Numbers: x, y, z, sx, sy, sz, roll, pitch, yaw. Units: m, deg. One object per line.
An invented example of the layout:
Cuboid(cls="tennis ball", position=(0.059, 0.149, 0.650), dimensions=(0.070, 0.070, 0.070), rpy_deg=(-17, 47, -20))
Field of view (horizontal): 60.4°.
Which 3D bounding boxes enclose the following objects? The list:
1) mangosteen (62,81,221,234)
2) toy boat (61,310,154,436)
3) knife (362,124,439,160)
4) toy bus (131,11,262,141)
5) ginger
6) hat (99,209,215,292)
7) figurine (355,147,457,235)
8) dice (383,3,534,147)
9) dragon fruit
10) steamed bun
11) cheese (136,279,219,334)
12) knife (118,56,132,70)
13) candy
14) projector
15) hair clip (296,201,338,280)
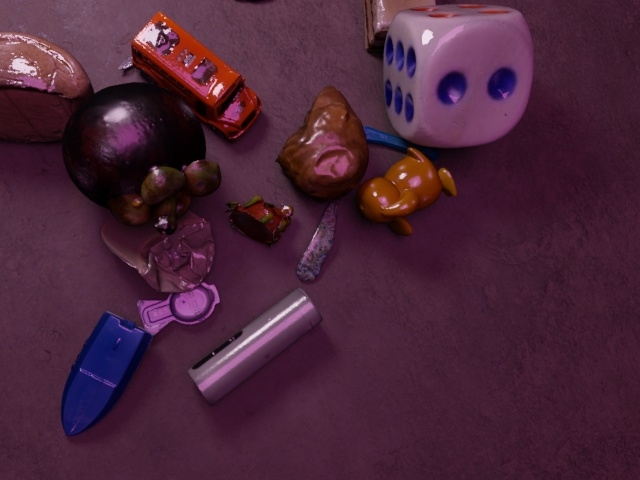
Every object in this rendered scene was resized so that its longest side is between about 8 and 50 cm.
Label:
Cuboid(cls="mangosteen", position=(-0.398, -0.195, 1.231), dimensions=(0.329, 0.330, 0.331), rpy_deg=(2, 82, -12))
Cuboid(cls="toy boat", position=(-0.506, 0.314, 1.259), dimensions=(0.129, 0.088, 0.295), rpy_deg=(28, 88, -7))
Cuboid(cls="knife", position=(0.195, -0.272, 1.523), dimensions=(0.296, 0.026, 0.044), rpy_deg=(16, 82, -12))
Cuboid(cls="toy bus", position=(-0.300, -0.401, 1.367), dimensions=(0.329, 0.153, 0.143), rpy_deg=(39, 77, -6))
Cuboid(cls="ginger", position=(0.027, -0.231, 1.388), dimensions=(0.223, 0.200, 0.269), rpy_deg=(37, 76, -3))
Cuboid(cls="hat", position=(-0.386, 0.014, 1.331), dimensions=(0.244, 0.149, 0.214), rpy_deg=(26, 53, 30))
Cuboid(cls="figurine", position=(0.210, -0.126, 1.421), dimensions=(0.215, 0.215, 0.228), rpy_deg=(40, 87, -4))
Cuboid(cls="dice", position=(0.339, -0.423, 1.399), dimensions=(0.303, 0.277, 0.305), rpy_deg=(-7, 120, -11))
Cuboid(cls="dragon fruit", position=(-0.148, -0.051, 1.377), dimensions=(0.175, 0.138, 0.142), rpy_deg=(-32, 131, -43))
Cuboid(cls="steamed bun", position=(-0.664, -0.359, 1.244), dimensions=(0.300, 0.251, 0.199), rpy_deg=(1, 68, -10))
Cuboid(cls="cheese", position=(-0.340, 0.159, 1.333), dimensions=(0.190, 0.042, 0.105), rpy_deg=(-17, 85, -13))
Cuboid(cls="knife", position=(-0.441, -0.483, 1.414), dimensions=(0.184, 0.026, 0.022), rpy_deg=(-36, 130, -17))
Cuboid(cls="candy", position=(0.215, -0.695, 1.532), dimensions=(0.179, 0.135, 0.321), rpy_deg=(0, 82, -14))
Cuboid(cls="projector", position=(-0.154, 0.253, 1.328), dimensions=(0.337, 0.108, 0.108), rpy_deg=(-36, 91, -15))
Cuboid(cls="hair clip", position=(0.001, 0.000, 1.434), dimensions=(0.065, 0.036, 0.229), rpy_deg=(25, 77, -14))
